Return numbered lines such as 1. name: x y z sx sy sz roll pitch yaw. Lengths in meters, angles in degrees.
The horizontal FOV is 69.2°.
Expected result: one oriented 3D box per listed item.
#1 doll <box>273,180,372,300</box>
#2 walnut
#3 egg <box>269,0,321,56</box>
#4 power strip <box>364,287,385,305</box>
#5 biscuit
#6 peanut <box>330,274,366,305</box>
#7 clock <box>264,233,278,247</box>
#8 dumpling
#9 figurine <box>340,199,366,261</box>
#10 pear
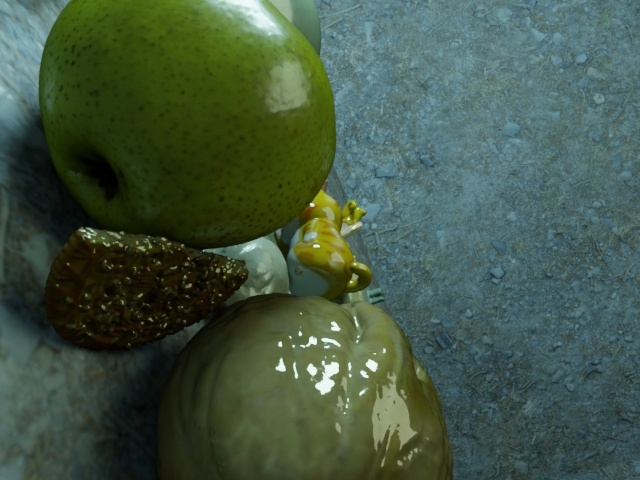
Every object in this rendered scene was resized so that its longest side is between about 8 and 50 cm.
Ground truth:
1. doll: -0.014 0.007 1.001 0.167 0.162 0.270 116 -33 -45
2. walnut: -0.013 0.182 0.455 0.313 0.277 0.252 -94 -168 -70
3. egg: -0.140 -0.355 0.786 0.336 0.278 0.278 -10 79 -82
4. power strip: 0.128 0.198 1.469 0.261 0.141 0.229 3 67 -75
5. biscuit: -0.147 0.051 0.404 0.025 0.126 0.206 46 11 25
6. peanut: 0.047 0.173 1.076 0.152 0.152 0.313 31 43 -73
7. clock: -0.131 -0.004 0.851 0.235 0.029 0.235 -23 90 -80
8. dumpling: -0.101 0.063 0.654 0.199 0.118 0.136 31 31 -38
9. figurine: 0.038 0.014 1.231 0.131 0.156 0.246 44 65 -41
10. pear: -0.126 -0.125 0.471 0.294 0.294 0.294 -21 90 -79
